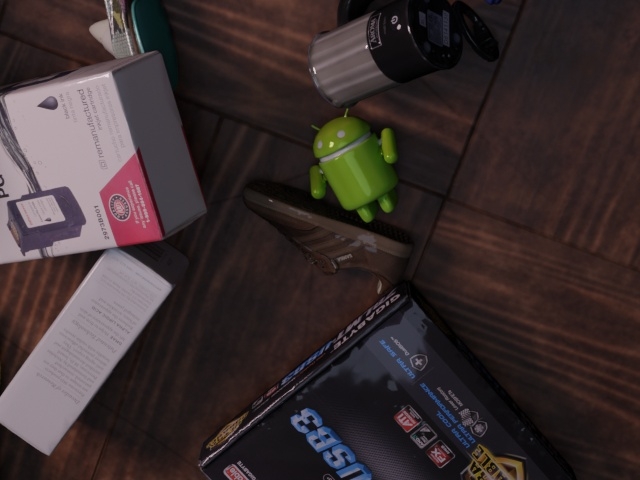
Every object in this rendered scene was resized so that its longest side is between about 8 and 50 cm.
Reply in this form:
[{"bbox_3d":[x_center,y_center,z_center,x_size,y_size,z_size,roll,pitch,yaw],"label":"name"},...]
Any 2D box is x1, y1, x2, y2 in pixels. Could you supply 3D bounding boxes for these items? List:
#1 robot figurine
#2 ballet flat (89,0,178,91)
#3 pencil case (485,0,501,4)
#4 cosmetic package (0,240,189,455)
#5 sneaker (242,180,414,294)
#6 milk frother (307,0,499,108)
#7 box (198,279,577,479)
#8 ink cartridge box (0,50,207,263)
[{"bbox_3d":[0.036,-0.077,1.538,0.101,0.067,0.115,-25,100,21],"label":"robot figurine"},{"bbox_3d":[-0.203,-0.248,1.517,0.079,0.077,0.221,-9,98,24],"label":"ballet flat"},{"bbox_3d":[0.081,-0.340,1.443,0.306,0.133,0.119,29,120,-3],"label":"pencil case"},{"bbox_3d":[-0.240,0.101,1.571,0.085,0.117,0.231,35,103,-4],"label":"cosmetic package"},{"bbox_3d":[0.000,0.000,1.559,0.188,0.066,0.071,21,109,0],"label":"sneaker"},{"bbox_3d":[0.088,-0.191,1.500,0.135,0.129,0.143,-17,137,41],"label":"milk frother"},{"bbox_3d":[0.073,0.243,1.601,0.293,0.073,0.295,-39,102,9],"label":"box"},{"bbox_3d":[-0.255,-0.078,1.496,0.237,0.100,0.172,-8,105,28],"label":"ink cartridge box"}]
